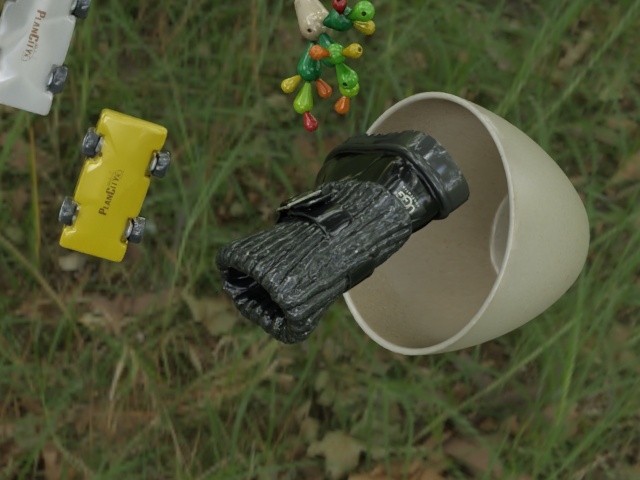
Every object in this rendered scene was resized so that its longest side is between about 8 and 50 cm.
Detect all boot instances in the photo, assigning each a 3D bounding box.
[{"bbox_3d":[-0.002,-0.003,1.487,0.260,0.348,0.131,-40,95,-14],"label":"boot"}]

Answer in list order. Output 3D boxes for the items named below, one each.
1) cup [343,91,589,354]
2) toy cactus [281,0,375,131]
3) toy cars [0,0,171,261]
[{"bbox_3d":[0.211,-0.012,1.704,0.236,0.331,0.331,6,47,-37],"label":"cup"},{"bbox_3d":[-0.001,-0.280,1.882,0.112,0.219,0.181,-7,55,-26],"label":"toy cactus"},{"bbox_3d":[-0.283,-0.161,1.517,0.176,0.394,0.087,-20,29,4],"label":"toy cars"}]
